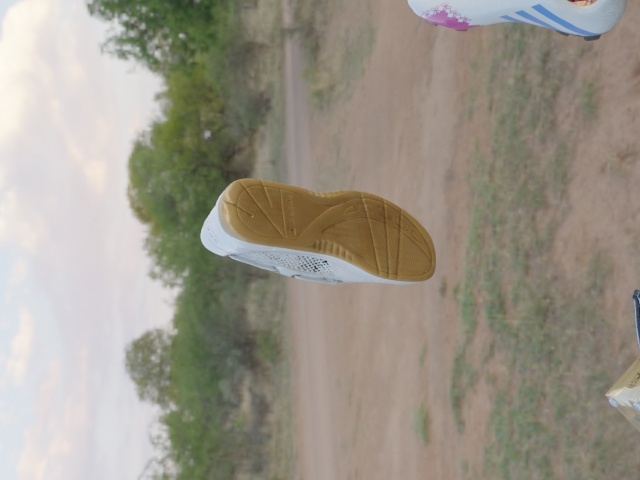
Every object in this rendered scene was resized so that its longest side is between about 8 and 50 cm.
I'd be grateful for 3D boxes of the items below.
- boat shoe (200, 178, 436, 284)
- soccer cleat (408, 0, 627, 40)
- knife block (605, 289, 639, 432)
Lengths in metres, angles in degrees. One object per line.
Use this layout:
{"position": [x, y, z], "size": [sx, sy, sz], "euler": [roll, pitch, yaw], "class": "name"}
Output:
{"position": [0.000, 0.000, 0.910], "size": [0.096, 0.277, 0.098], "euler": [-36, 47, 51], "class": "boat shoe"}
{"position": [0.292, -0.388, 1.235], "size": [0.143, 0.331, 0.116], "euler": [60, -139, -66], "class": "soccer cleat"}
{"position": [0.499, 0.162, 1.037], "size": [0.242, 0.276, 0.088], "euler": [-43, 1, -9], "class": "knife block"}
